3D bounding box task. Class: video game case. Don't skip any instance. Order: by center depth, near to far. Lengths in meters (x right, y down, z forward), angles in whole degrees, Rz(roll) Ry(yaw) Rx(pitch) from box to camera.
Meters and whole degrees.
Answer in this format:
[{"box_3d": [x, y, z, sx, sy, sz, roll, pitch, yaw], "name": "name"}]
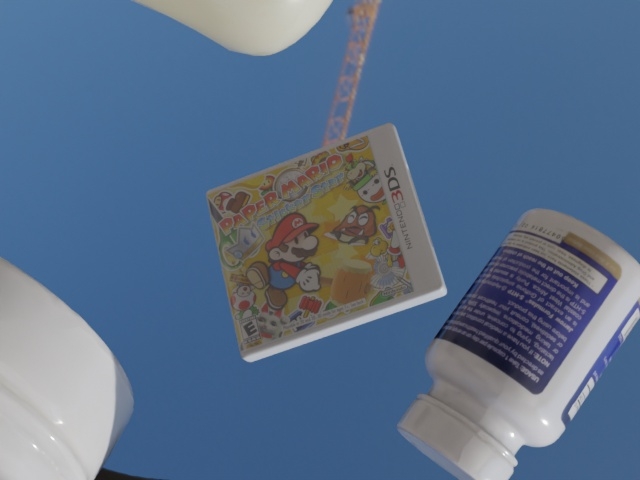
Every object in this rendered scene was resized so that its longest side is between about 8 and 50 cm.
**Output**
[{"box_3d": [0.000, 0.000, 1.161, 0.227, 0.026, 0.206, -20, -116, 11], "name": "video game case"}]

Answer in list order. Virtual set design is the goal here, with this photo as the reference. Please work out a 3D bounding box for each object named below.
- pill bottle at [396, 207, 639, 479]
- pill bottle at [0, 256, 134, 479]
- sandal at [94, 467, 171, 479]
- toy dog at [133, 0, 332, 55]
[{"box_3d": [0.140, 0.081, 0.768, 0.112, 0.112, 0.187, 28, -104, 38], "name": "pill bottle"}, {"box_3d": [-0.246, 0.194, 0.426, 0.229, 0.229, 0.408, 9, -127, 27], "name": "pill bottle"}, {"box_3d": [-0.189, 0.313, 1.066, 0.445, 0.167, 0.107, 12, -152, 5], "name": "sandal"}, {"box_3d": [-0.036, -0.211, 0.206, 0.408, 0.395, 0.284, 37, -107, 24], "name": "toy dog"}]
